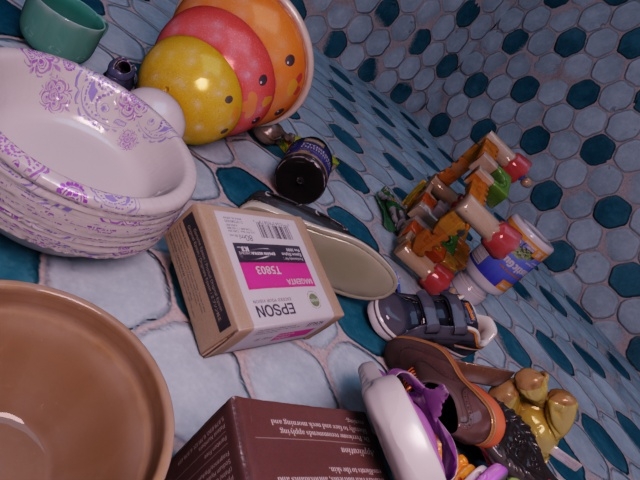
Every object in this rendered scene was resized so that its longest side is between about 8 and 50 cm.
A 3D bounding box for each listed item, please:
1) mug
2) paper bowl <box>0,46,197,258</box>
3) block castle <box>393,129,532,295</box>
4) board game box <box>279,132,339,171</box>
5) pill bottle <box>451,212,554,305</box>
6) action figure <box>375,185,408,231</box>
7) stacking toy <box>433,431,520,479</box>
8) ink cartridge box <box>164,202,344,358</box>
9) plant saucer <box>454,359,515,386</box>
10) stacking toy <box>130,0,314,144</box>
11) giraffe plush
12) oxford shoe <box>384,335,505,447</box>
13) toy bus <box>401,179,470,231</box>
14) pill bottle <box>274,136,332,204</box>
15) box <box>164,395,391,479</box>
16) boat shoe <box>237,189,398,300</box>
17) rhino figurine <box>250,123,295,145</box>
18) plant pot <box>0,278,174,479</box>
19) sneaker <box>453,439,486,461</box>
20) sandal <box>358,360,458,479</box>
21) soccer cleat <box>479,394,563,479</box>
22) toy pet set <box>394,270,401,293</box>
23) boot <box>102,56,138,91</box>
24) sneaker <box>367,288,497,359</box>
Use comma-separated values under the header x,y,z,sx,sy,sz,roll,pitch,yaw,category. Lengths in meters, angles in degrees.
x,y,z,sx,sy,sz,roll,pitch,yaw,category
-0.475,-0.390,0.927,0.157,0.097,0.130,12,38,-49,mug
-0.314,-0.093,0.623,0.284,0.148,0.284,34,25,-19,paper bowl
0.405,-0.066,1.342,0.213,0.303,0.453,42,42,-8,block castle
-0.031,-0.247,1.408,0.092,0.043,0.181,52,27,21,board game box
0.519,0.064,1.437,0.152,0.272,0.152,33,25,-18,pill bottle
0.225,-0.101,1.534,0.137,0.063,0.232,25,27,-28,action figure
0.252,0.392,0.706,0.165,0.175,0.302,3,31,-47,stacking toy
-0.092,0.055,0.740,0.234,0.088,0.193,3,56,-53,ink cartridge box
0.265,0.247,0.944,0.198,0.198,0.036,21,77,-39,plant saucer
-0.243,-0.301,0.988,0.350,0.350,0.480,37,44,-10,stacking toy
0.426,0.340,1.007,0.210,0.181,0.170,51,17,-1,giraffe plush
0.174,0.229,0.812,0.098,0.097,0.271,16,8,-30,oxford shoe
0.388,-0.101,1.698,0.220,0.149,0.211,40,9,-10,toy bus
-0.034,-0.180,1.202,0.122,0.123,0.219,37,25,-12,pill bottle
-0.034,0.271,0.422,0.168,0.167,0.203,23,31,-37,box
-0.002,0.003,0.950,0.339,0.127,0.113,21,31,-12,boat shoe
-0.177,-0.339,1.312,0.243,0.073,0.106,49,23,18,rhino figurine
-0.244,0.153,0.375,0.237,0.110,0.237,34,25,-19,plant pot
0.270,0.352,0.874,0.089,0.051,0.170,49,22,24,sneaker
0.120,0.226,0.611,0.416,0.102,0.170,66,2,-79,sandal
0.328,0.392,0.812,0.318,0.116,0.108,47,43,8,soccer cleat
0.137,0.076,1.108,0.122,0.065,0.114,29,28,-25,toy pet set
-0.380,-0.318,0.962,0.069,0.086,0.190,31,27,-23,boot
0.244,0.163,1.038,0.321,0.127,0.126,21,45,-37,sneaker
